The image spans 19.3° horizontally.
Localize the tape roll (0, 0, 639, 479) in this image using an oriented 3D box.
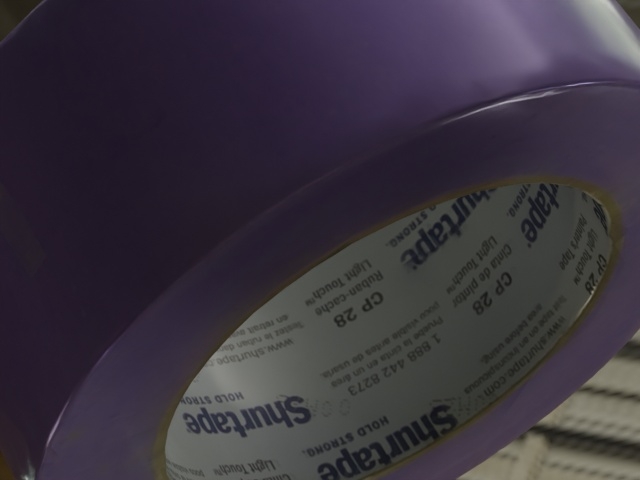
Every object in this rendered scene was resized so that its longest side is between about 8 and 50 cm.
[{"bbox_3d":[0.000,0.000,0.472,0.189,0.189,0.080,-28,-119,-7],"label":"tape roll"}]
